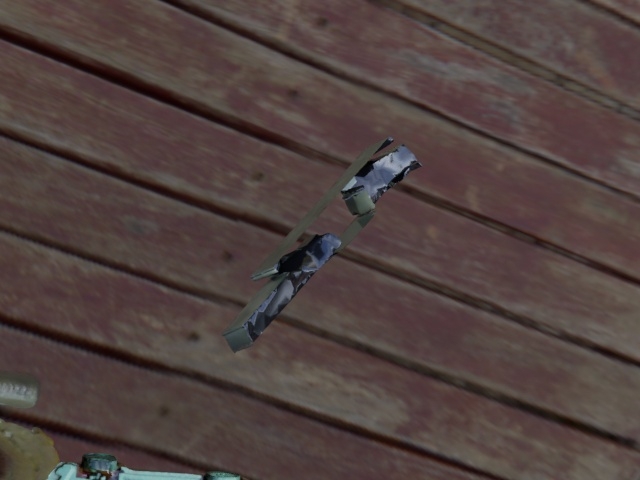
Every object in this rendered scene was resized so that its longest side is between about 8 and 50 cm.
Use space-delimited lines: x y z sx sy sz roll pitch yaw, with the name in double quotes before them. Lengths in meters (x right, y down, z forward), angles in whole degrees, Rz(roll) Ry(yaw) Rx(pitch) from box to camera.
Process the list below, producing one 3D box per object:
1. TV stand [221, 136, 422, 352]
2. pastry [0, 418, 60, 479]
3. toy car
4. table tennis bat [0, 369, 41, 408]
"TV stand" 0.000 0.000 1.318 0.042 0.036 0.249 53 51 -14
"pastry" -0.344 0.229 1.346 0.237 0.256 0.170 12 96 -16
"toy car" -0.088 0.146 0.871 0.122 0.035 0.059 6 94 10
"table tennis bat" -0.239 0.072 0.912 0.234 0.131 0.022 19 80 -57
